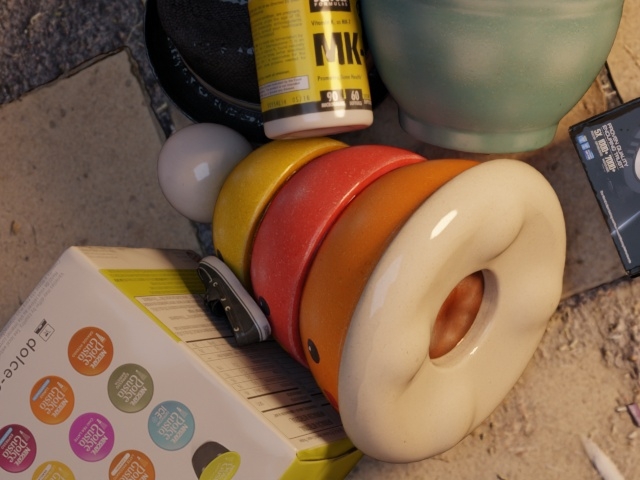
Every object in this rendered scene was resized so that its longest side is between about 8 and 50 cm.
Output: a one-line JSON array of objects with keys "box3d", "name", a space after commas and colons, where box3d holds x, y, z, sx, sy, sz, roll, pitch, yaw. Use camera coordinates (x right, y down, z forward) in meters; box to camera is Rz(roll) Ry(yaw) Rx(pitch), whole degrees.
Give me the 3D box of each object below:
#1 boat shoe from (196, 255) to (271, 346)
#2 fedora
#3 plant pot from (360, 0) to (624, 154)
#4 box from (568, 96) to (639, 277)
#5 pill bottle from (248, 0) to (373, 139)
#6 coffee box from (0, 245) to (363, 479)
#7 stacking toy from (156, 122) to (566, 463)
[{"box3d": [-0.103, 0.065, 1.873, 0.040, 0.049, 0.142, -26, 42, -17], "name": "boat shoe"}, {"box3d": [-0.066, -0.261, 1.996, 0.334, 0.152, 0.334, -1, 88, 16], "name": "fedora"}, {"box3d": [0.177, -0.209, 1.876, 0.293, 0.293, 0.196, 11, 112, 16], "name": "plant pot"}, {"box3d": [0.374, -0.067, 1.900, 0.147, 0.077, 0.180, -22, 82, 13], "name": "box"}, {"box3d": [-0.014, -0.217, 1.847, 0.119, 0.119, 0.208, -8, 89, 16], "name": "pill bottle"}, {"box3d": [-0.188, 0.236, 1.912, 0.334, 0.338, 0.337, 41, 100, 14], "name": "coffee box"}, {"box3d": [0.000, 0.000, 1.935, 0.480, 0.351, 0.350, 29, 96, 34], "name": "stacking toy"}]
